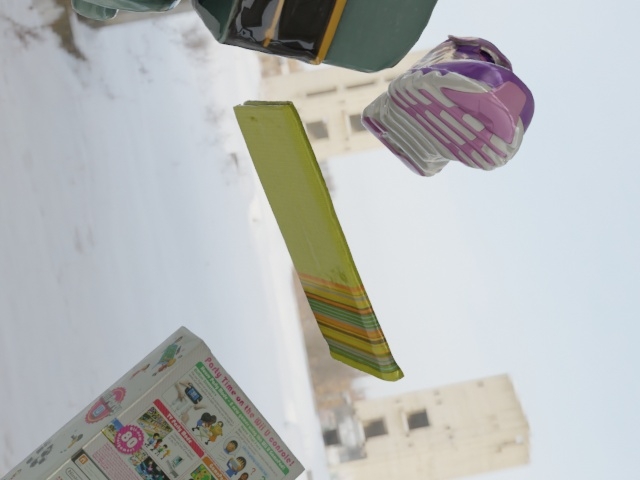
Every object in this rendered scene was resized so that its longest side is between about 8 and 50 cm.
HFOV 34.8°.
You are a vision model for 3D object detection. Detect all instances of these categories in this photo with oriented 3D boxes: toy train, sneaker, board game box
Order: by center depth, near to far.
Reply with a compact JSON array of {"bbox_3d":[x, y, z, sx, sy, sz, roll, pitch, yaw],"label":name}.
[{"bbox_3d":[-0.065,-0.199,0.549,0.142,0.190,0.334,-68,-149,23],"label":"toy train"},{"bbox_3d":[0.108,-0.115,0.781,0.095,0.104,0.236,44,-6,-9],"label":"sneaker"},{"bbox_3d":[-0.204,0.289,1.224,0.224,0.303,0.097,55,-15,-19],"label":"board game box"}]

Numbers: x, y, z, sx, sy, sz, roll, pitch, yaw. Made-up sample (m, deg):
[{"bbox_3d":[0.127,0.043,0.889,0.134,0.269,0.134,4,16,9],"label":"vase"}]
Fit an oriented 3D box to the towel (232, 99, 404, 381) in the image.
[{"bbox_3d":[0.000,0.000,0.802,0.102,0.021,0.237,12,-52,60],"label":"towel"}]
